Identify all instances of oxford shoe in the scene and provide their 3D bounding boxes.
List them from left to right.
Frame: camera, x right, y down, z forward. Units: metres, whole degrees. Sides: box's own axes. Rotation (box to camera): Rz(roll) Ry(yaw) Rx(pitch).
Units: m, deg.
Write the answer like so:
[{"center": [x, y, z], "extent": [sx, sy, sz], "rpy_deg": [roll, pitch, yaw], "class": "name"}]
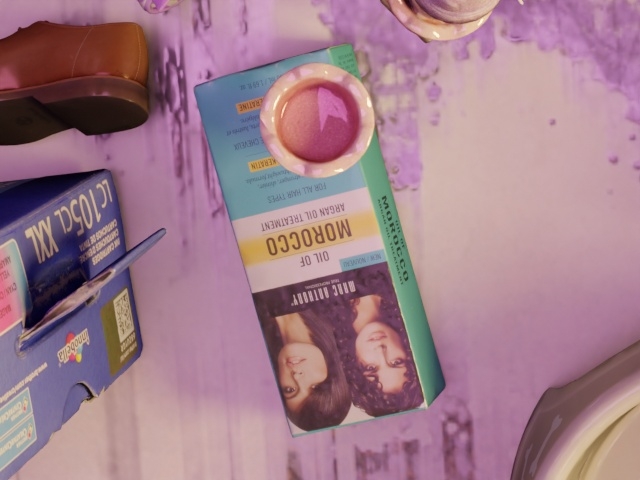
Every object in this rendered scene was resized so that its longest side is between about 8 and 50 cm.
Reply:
[{"center": [-0.212, -0.112, 1.227], "extent": [0.212, 0.076, 0.076], "rpy_deg": [-3, 69, 18], "class": "oxford shoe"}]

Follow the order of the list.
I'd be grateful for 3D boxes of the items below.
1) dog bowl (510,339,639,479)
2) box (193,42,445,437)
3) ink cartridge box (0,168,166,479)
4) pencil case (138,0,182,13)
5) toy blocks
[{"center": [0.281, 0.203, 1.121], "extent": [0.349, 0.102, 0.348], "rpy_deg": [3, 101, 14], "class": "dog bowl"}, {"center": [0.000, 0.000, 1.182], "extent": [0.101, 0.060, 0.244], "rpy_deg": [-14, 96, 17], "class": "box"}, {"center": [-0.293, 0.061, 1.163], "extent": [0.396, 0.270, 0.151], "rpy_deg": [-4, 104, 16], "class": "ink cartridge box"}, {"center": [-0.150, -0.240, 1.166], "extent": [0.206, 0.088, 0.086], "rpy_deg": [43, 114, 4], "class": "pencil case"}, {"center": [0.007, -0.232, 0.993], "extent": [0.309, 0.260, 0.288], "rpy_deg": [-45, 92, -1], "class": "toy blocks"}]
